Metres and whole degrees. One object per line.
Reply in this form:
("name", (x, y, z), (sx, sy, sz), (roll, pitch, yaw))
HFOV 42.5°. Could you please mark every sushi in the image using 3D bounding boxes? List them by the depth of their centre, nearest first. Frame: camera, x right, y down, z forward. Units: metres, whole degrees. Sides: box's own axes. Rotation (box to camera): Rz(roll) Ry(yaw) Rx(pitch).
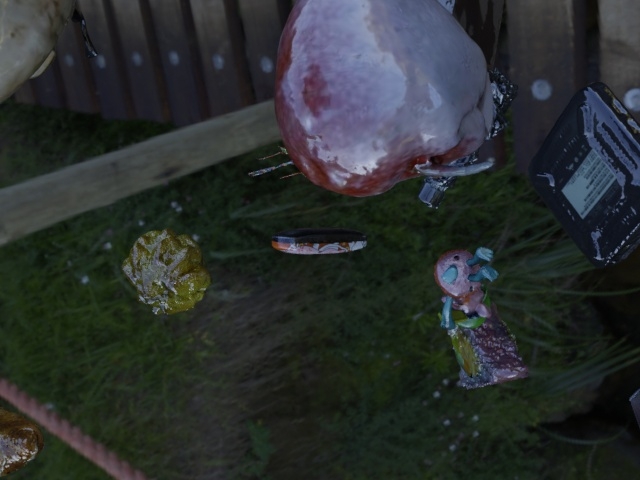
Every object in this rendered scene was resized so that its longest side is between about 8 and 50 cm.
("sushi", (0.317, 0.195, 1.581), (0.241, 0.107, 0.161), (111, 144, -80))

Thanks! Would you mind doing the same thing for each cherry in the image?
("cherry", (0.096, -0.227, 1.198), (0.291, 0.326, 0.335), (144, 130, -69))

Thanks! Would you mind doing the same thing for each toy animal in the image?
("toy animal", (0.208, 0.076, 1.205), (0.100, 0.103, 0.208), (23, 162, 14))

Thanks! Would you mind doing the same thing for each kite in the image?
("kite", (-0.093, -0.208, 2.239), (0.244, 0.198, 0.006), (-12, 67, 21))

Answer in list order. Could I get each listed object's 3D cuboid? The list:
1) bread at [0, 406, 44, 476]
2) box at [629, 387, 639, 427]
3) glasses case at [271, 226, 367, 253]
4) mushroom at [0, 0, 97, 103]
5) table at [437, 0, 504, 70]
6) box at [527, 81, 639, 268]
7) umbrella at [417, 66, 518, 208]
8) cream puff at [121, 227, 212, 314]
("bread", (-0.433, 0.255, 1.037), (0.233, 0.105, 0.076), (4, 111, 33))
("box", (0.662, 0.379, 1.537), (0.120, 0.069, 0.224), (106, 158, -58))
("glasses case", (0.000, 0.000, 2.111), (0.103, 0.266, 0.067), (13, 102, 56))
("mushroom", (-0.405, -0.277, 0.942), (0.362, 0.294, 0.362), (-13, 66, 32))
("table", (0.235, -0.437, 1.648), (0.193, 0.172, 0.169), (-1, 71, 42))
("box", (0.542, -0.120, 1.602), (0.289, 0.073, 0.290), (60, 153, 25))
("umbrella", (0.298, -0.232, 1.822), (0.154, 0.128, 0.336), (52, 121, 21))
("cream puff", (-0.410, 0.089, 2.201), (0.244, 0.196, 0.244), (43, 149, 34))
